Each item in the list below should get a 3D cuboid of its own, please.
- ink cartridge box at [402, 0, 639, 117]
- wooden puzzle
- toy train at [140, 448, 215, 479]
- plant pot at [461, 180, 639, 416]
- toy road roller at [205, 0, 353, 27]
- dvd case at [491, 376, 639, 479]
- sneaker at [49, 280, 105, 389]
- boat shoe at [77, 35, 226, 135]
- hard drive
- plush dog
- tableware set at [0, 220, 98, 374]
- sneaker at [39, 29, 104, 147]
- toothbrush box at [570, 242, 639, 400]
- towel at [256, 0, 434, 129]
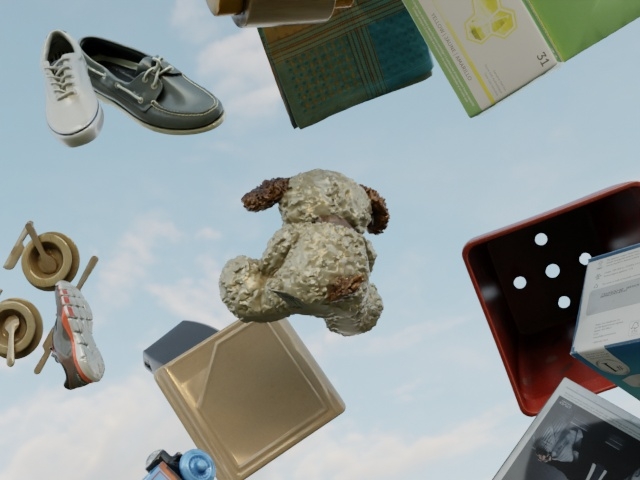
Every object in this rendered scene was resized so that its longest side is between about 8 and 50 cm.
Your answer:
[{"bbox_3d":[0.234,-0.272,1.059,0.235,0.171,0.056,-31,-4,29],"label":"ink cartridge box"},{"bbox_3d":[-0.112,0.242,1.474,0.238,0.221,0.044,-30,-16,-21],"label":"wooden puzzle"},{"bbox_3d":[-0.122,0.298,0.945,0.080,0.184,0.105,-43,3,39],"label":"toy train"},{"bbox_3d":[0.369,0.068,1.392,0.267,0.267,0.236,-21,7,6],"label":"plant pot"},{"bbox_3d":[-0.014,-0.379,1.169,0.202,0.241,0.330,-9,-38,-22],"label":"toy road roller"},{"bbox_3d":[0.291,0.277,1.015,0.238,0.179,0.030,-43,-29,-35],"label":"dvd case"},{"bbox_3d":[-0.341,0.128,1.238,0.064,0.158,0.061,-30,-29,14],"label":"sneaker"},{"bbox_3d":[-0.311,-0.280,1.646,0.116,0.319,0.099,-50,-28,-34],"label":"boat shoe"},{"bbox_3d":[-0.300,0.261,2.140,0.172,0.254,0.054,-38,-61,-27],"label":"hard drive"},{"bbox_3d":[0.000,0.000,1.343,0.262,0.226,0.210,9,-25,-21],"label":"plush dog"},{"bbox_3d":[-0.411,0.075,1.298,0.194,0.128,0.039,-63,-11,-2],"label":"tableware set"},{"bbox_3d":[-0.418,-0.250,1.503,0.094,0.258,0.091,-23,-44,-5],"label":"sneaker"},{"bbox_3d":[0.441,0.114,0.943,0.295,0.126,0.216,33,-31,-21],"label":"toothbrush box"},{"bbox_3d":[0.021,-0.395,1.518,0.271,0.040,0.370,-21,-63,-1],"label":"towel"}]
